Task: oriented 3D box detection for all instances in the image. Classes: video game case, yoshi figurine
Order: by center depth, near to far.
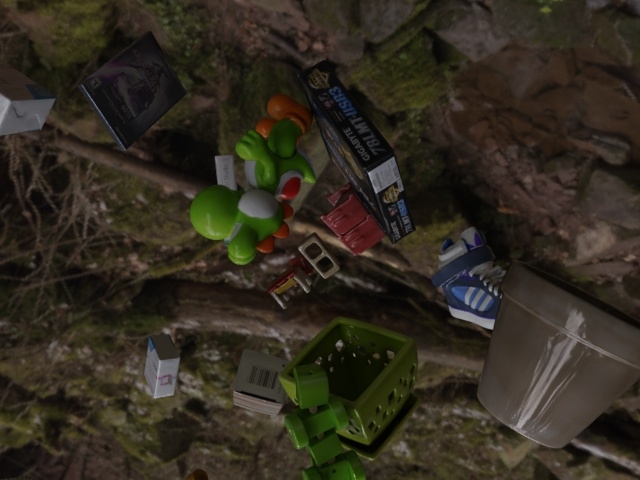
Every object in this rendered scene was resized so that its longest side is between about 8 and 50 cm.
[{"bbox_3d":[-0.154,-0.131,1.356,0.203,0.362,0.203,0,148,33],"label":"yoshi figurine"},{"bbox_3d":[-0.482,-0.395,1.713,0.026,0.274,0.196,2,133,38],"label":"video game case"}]

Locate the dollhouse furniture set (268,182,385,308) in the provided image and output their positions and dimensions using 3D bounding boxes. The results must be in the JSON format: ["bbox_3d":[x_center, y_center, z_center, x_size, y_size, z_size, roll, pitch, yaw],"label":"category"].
[{"bbox_3d":[0.000,0.000,1.856,0.152,0.374,0.201,50,-165,-13],"label":"dollhouse furniture set"}]

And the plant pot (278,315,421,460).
[{"bbox_3d":[0.081,0.332,1.446,0.228,0.227,0.207,12,130,42],"label":"plant pot"}]

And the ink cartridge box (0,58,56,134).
[{"bbox_3d":[-0.494,-0.229,0.943,0.181,0.061,0.104,35,-161,3],"label":"ink cartridge box"}]

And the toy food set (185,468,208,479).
[{"bbox_3d":[-0.265,0.607,1.355,0.111,0.232,0.104,30,121,-29],"label":"toy food set"}]

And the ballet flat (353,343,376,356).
[{"bbox_3d":[0.161,0.332,2.086,0.049,0.173,0.057,25,121,40],"label":"ballet flat"}]

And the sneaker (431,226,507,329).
[{"bbox_3d":[0.416,0.084,1.637,0.323,0.130,0.236,4,110,59],"label":"sneaker"}]

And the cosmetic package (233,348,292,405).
[{"bbox_3d":[-0.172,0.424,1.926,0.153,0.129,0.296,14,159,0],"label":"cosmetic package"}]

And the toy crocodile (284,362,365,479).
[{"bbox_3d":[0.003,0.405,1.294,0.105,0.115,0.340,30,138,64],"label":"toy crocodile"}]

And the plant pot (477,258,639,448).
[{"bbox_3d":[0.456,0.232,1.274,0.323,0.280,0.323,25,-170,-5],"label":"plant pot"}]

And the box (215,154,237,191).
[{"bbox_3d":[-0.270,-0.105,1.951,0.058,0.232,0.322,-6,174,-6],"label":"box"}]

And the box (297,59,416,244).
[{"bbox_3d":[0.078,-0.176,1.353,0.295,0.073,0.293,58,177,31],"label":"box"}]

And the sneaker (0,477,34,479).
[{"bbox_3d":[-0.843,0.680,1.534,0.135,0.150,0.366,0,-174,36],"label":"sneaker"}]

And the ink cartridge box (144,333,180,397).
[{"bbox_3d":[-0.375,0.297,1.545,0.052,0.122,0.088,-3,-146,-32],"label":"ink cartridge box"}]
